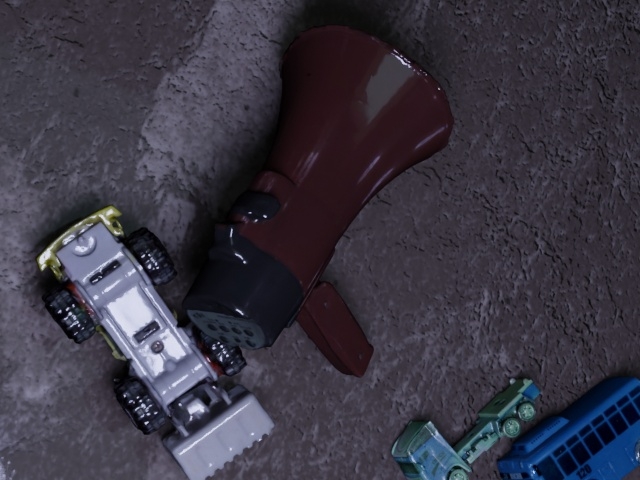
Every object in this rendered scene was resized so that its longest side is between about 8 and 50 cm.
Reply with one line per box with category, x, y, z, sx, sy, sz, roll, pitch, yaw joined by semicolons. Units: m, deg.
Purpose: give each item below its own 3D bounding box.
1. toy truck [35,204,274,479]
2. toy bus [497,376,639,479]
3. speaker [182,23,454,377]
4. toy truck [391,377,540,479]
toy truck;-0.170;0.101;1.789;0.136;0.111;0.286;-36;100;-9
toy bus;0.288;0.235;1.961;0.185;0.090;0.106;-34;97;-22
speaker;-0.015;-0.016;1.814;0.198;0.259;0.329;22;65;15
toy truck;0.159;0.201;1.926;0.175;0.067;0.081;-41;99;-19
